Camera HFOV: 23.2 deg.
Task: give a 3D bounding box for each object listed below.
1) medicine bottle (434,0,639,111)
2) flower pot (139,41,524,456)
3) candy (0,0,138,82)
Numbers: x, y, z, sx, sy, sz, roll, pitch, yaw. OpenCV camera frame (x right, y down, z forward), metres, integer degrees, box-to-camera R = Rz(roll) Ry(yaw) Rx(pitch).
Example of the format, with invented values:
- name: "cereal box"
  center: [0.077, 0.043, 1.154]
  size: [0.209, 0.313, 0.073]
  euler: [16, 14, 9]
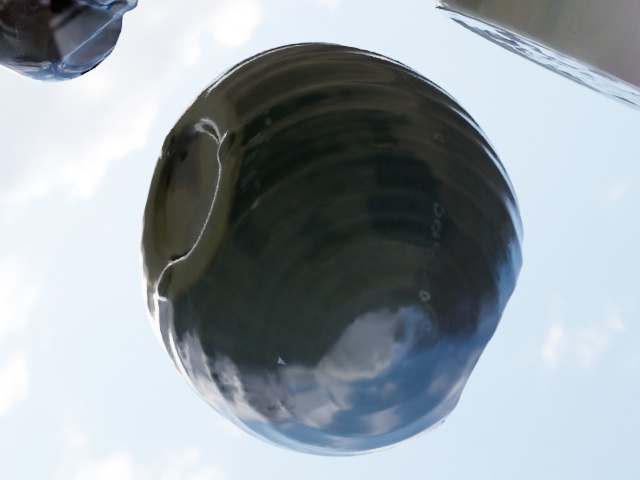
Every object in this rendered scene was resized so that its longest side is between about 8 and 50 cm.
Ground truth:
- name: "medicine bottle"
  center: [0.161, -0.191, 0.572]
  size: [0.293, 0.170, 0.170]
  euler: [-64, -150, 8]
- name: "flower pot"
  center: [0.000, 0.000, 0.764]
  size: [0.189, 0.157, 0.243]
  euler: [-62, -156, 14]
- name: "candy"
  center: [-0.064, -0.139, 0.378]
  size: [0.094, 0.226, 0.051]
  euler: [-23, -133, -24]
